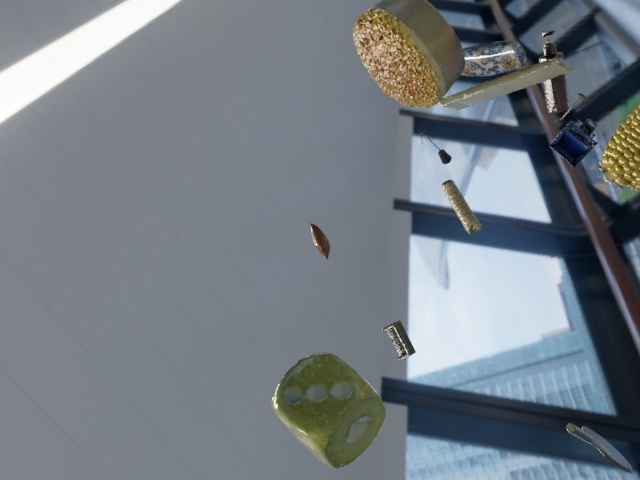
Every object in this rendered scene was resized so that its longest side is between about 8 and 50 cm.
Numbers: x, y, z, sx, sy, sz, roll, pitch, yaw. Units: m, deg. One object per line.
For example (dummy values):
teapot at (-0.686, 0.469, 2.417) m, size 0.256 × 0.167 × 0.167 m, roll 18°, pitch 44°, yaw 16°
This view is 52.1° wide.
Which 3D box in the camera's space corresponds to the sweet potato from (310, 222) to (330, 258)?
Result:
sweet potato at (0.000, 0.000, 1.566) m, size 0.095 × 0.034 × 0.034 m, roll 63°, pitch -158°, yaw -4°

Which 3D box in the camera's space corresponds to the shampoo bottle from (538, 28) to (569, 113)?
shampoo bottle at (0.671, -0.487, 1.888) m, size 0.068 × 0.067 × 0.236 m, roll 21°, pitch 132°, yaw 61°

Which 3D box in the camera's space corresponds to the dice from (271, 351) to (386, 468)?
dice at (0.017, 0.342, 1.332) m, size 0.169 × 0.166 × 0.169 m, roll 31°, pitch 156°, yaw 39°

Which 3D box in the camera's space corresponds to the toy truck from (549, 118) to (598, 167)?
toy truck at (0.843, -0.330, 2.152) m, size 0.113 × 0.126 × 0.208 m, roll 43°, pitch -138°, yaw 6°

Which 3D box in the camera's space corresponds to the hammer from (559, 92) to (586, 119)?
hammer at (0.736, -0.389, 1.917) m, size 0.029 × 0.123 × 0.014 m, roll 30°, pitch -116°, yaw 3°

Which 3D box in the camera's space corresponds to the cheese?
cheese at (0.527, -0.449, 1.905) m, size 0.085 × 0.400 × 0.034 m, roll 7°, pitch -103°, yaw -43°

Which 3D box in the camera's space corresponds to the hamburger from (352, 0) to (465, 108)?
hamburger at (0.210, -0.453, 1.587) m, size 0.302 × 0.170 × 0.302 m, roll 48°, pitch 178°, yaw 2°

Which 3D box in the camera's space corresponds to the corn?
corn at (0.677, -0.248, 1.214) m, size 0.144 × 0.387 × 0.143 m, roll 21°, pitch -143°, yaw -17°

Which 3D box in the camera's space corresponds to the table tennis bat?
table tennis bat at (0.713, 0.524, 1.685) m, size 0.247 × 0.022 × 0.138 m, roll 33°, pitch -167°, yaw -27°

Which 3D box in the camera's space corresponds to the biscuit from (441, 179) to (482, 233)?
biscuit at (0.508, -0.125, 2.364) m, size 0.055 × 0.061 × 0.219 m, roll -11°, pitch -112°, yaw -45°

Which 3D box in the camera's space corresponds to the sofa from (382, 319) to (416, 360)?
sofa at (0.251, 0.320, 2.094) m, size 0.039 × 0.060 × 0.117 m, roll -16°, pitch -103°, yaw -46°

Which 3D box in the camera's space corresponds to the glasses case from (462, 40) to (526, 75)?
glasses case at (0.477, -0.518, 1.872) m, size 0.065 × 0.248 × 0.087 m, roll -47°, pitch -63°, yaw -19°

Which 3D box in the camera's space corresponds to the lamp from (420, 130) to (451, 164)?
lamp at (0.336, -0.274, 1.914) m, size 0.054 × 0.041 × 0.121 m, roll 42°, pitch -169°, yaw -46°
